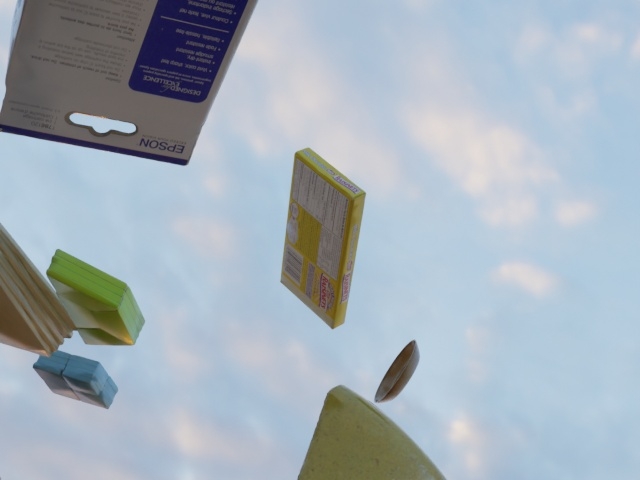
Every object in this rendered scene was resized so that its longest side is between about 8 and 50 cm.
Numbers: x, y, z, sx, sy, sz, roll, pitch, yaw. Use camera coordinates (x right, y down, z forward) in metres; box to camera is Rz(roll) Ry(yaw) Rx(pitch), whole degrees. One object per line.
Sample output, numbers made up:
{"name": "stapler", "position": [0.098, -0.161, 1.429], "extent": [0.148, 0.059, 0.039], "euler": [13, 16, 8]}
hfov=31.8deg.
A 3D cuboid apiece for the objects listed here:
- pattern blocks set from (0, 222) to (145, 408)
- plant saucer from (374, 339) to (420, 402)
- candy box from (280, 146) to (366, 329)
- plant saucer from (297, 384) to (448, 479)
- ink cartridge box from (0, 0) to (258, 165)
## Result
{"name": "pattern blocks set", "position": [-0.238, 0.004, 0.670], "extent": [0.285, 0.026, 0.325], "euler": [18, -28, 8]}
{"name": "plant saucer", "position": [0.088, 0.149, 1.248], "extent": [0.015, 0.083, 0.083], "euler": [33, -41, -3]}
{"name": "candy box", "position": [0.000, 0.000, 1.334], "extent": [0.105, 0.027, 0.206], "euler": [39, -41, 31]}
{"name": "plant saucer", "position": [0.071, 0.325, 0.792], "extent": [0.081, 0.333, 0.333], "euler": [-8, -47, 33]}
{"name": "ink cartridge box", "position": [-0.125, -0.203, 0.819], "extent": [0.165, 0.065, 0.333], "euler": [10, -47, -24]}
